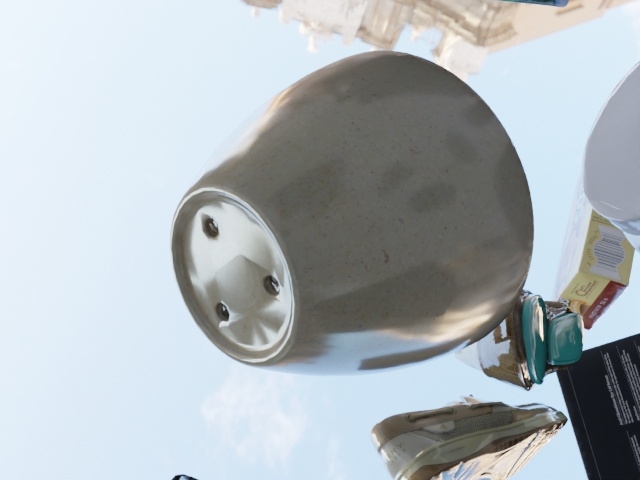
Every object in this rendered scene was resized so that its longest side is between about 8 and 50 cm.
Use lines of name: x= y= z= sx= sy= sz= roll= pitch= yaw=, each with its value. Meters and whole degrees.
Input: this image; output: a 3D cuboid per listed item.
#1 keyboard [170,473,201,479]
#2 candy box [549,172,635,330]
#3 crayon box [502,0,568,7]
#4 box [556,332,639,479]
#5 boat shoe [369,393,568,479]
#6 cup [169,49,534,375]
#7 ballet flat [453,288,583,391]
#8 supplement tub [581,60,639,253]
keyboard: x=-0.076 y=0.187 z=0.216 sx=0.201 sy=0.317 sz=0.033 roll=37 pitch=-164 yaw=-32
candy box: x=0.490 y=-0.025 z=1.346 sx=0.087 sy=0.183 sz=0.316 roll=19 pitch=-118 yaw=8
crayon box: x=0.133 y=-0.366 z=0.797 sx=0.323 sy=0.203 sz=0.083 roll=2 pitch=-138 yaw=-11
box: x=0.486 y=0.286 z=1.166 sx=0.184 sy=0.103 sz=0.261 roll=-22 pitch=-120 yaw=24
boat shoe: x=0.183 y=0.226 z=0.909 sx=0.302 sy=0.109 sz=0.098 roll=-2 pitch=-139 yaw=-42
cup: x=0.000 y=0.000 z=0.740 sx=0.237 sy=0.331 sz=0.331 roll=-24 pitch=-113 yaw=-44
ballet flat: x=0.231 y=0.116 z=0.936 sx=0.124 sy=0.342 sz=0.116 roll=-1 pitch=-93 yaw=28
supplement tub: x=0.463 y=-0.048 z=0.784 sx=0.331 sy=0.241 sz=0.241 roll=24 pitch=-123 yaw=-19
